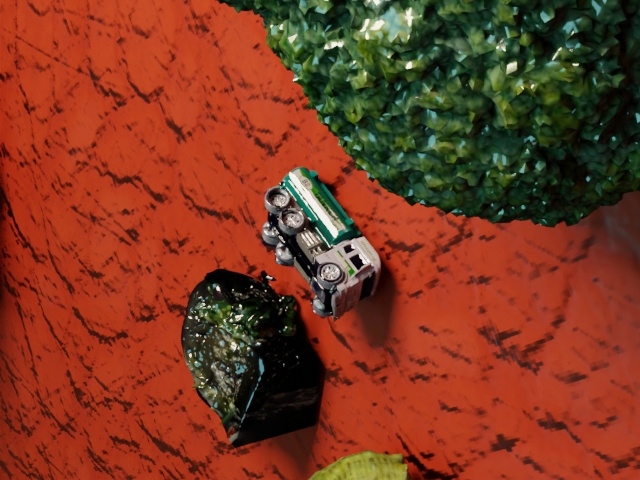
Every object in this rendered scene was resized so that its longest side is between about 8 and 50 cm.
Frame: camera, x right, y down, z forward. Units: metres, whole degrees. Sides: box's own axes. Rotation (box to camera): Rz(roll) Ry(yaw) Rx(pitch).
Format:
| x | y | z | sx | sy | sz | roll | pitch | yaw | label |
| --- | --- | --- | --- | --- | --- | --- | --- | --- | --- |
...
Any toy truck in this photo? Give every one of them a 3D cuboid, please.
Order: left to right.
| x | y | z | sx | sy | sz | roll | pitch | yaw | label |
| --- | --- | --- | --- | --- | --- | --- | --- | --- | --- |
| 0.000 | 0.000 | 0.625 | 0.083 | 0.044 | 0.039 | 53 | 157 | 26 | toy truck |

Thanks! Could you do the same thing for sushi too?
| x | y | z | sx | sy | sz | roll | pitch | yaw | label |
| --- | --- | --- | --- | --- | --- | --- | --- | --- | --- |
| -0.044 | 0.061 | 0.687 | 0.083 | 0.056 | 0.084 | 35 | 126 | 49 | sushi |

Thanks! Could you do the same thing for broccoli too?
| x | y | z | sx | sy | sz | roll | pitch | yaw | label |
| --- | --- | --- | --- | --- | --- | --- | --- | --- | --- |
| 0.066 | -0.121 | 0.389 | 0.262 | 0.241 | 0.269 | 29 | 158 | 4 | broccoli |

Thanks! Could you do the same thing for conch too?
| x | y | z | sx | sy | sz | roll | pitch | yaw | label |
| --- | --- | --- | --- | --- | --- | --- | --- | --- | --- |
| 0.017 | 0.156 | 0.618 | 0.121 | 0.074 | 0.089 | -1 | 102 | 10 | conch |
